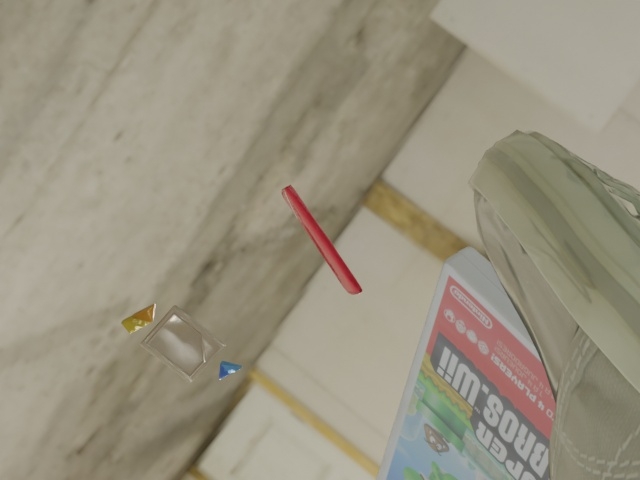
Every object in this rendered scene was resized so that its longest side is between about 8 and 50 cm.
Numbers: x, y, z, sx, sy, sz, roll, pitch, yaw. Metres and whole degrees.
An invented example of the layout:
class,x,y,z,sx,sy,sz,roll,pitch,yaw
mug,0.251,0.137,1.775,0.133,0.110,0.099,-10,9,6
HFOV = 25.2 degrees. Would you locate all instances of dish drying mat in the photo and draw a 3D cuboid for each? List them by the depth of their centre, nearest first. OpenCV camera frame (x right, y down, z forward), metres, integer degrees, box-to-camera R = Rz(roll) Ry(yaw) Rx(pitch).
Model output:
class,x,y,z,sx,sy,sz,roll,pitch,yaw
dish drying mat,0.000,0.000,0.935,0.008,0.083,0.032,-34,-177,-9

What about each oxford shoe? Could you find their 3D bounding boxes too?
class,x,y,z,sx,sy,sz,roll,pitch,yaw
oxford shoe,0.130,0.108,0.375,0.130,0.169,0.449,-53,-147,18

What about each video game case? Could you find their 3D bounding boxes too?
class,x,y,z,sx,sy,sz,roll,pitch,yaw
video game case,0.126,0.162,0.920,0.025,0.204,0.285,-29,150,-29

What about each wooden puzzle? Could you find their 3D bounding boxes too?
class,x,y,z,sx,sy,sz,roll,pitch,yaw
wooden puzzle,-0.142,0.105,1.467,0.078,0.116,0.014,-38,-167,32
